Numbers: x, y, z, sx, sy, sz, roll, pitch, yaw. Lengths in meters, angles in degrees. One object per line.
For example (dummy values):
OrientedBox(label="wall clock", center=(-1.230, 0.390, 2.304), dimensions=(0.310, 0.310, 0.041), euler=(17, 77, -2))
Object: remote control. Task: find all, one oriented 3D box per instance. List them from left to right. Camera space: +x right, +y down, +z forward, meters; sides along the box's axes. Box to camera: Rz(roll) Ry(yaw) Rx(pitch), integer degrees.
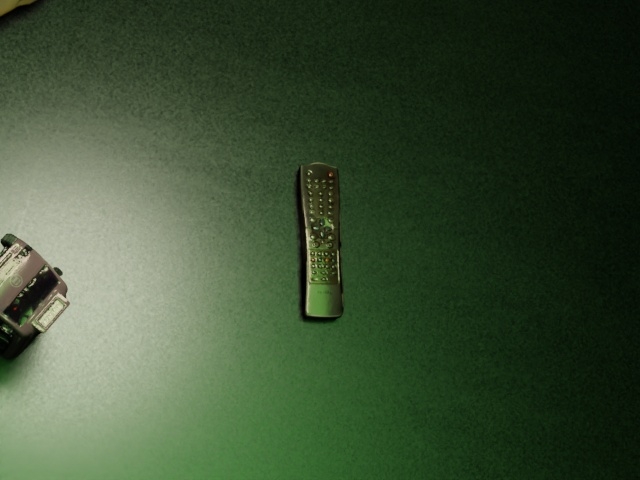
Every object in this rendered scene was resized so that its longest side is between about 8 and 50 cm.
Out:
OrientedBox(label="remote control", center=(0.000, 0.000, 1.910), dimensions=(0.059, 0.028, 0.212), euler=(2, 73, -12))

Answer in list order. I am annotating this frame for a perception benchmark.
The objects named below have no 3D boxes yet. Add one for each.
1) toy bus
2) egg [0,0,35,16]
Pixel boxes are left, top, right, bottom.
OrientedBox(label="toy bus", center=(-0.361, 0.072, 1.689), dimensions=(0.108, 0.199, 0.096), euler=(41, 68, -5))
OrientedBox(label="egg", center=(-0.440, -0.425, 1.824), dimensions=(0.286, 0.174, 0.264), euler=(-32, 82, -19))
